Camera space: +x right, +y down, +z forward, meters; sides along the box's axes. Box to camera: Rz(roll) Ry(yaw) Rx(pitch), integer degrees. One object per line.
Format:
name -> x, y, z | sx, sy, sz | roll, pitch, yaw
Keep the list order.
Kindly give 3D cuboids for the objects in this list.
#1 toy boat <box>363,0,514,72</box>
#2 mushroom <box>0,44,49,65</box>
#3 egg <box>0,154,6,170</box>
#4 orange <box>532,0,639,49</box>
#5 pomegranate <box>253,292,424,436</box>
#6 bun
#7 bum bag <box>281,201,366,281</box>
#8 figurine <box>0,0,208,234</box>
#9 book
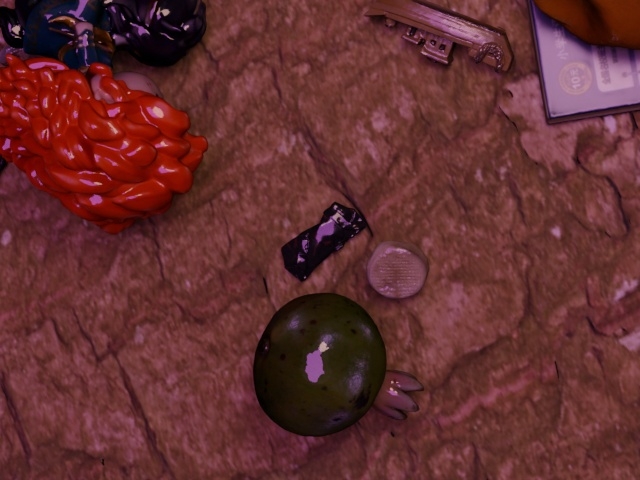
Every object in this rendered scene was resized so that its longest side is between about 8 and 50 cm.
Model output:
toy boat -> 0.158, -0.273, 1.763 | 0.206, 0.064, 0.072 | 22, 108, 10
mushroom -> -0.404, -0.267, 1.861 | 0.101, 0.019, 0.049 | -14, 84, 6
egg -> -0.606, -0.172, 1.798 | 0.337, 0.201, 0.337 | 0, 86, 6
orange -> 0.370, -0.364, 1.632 | 0.249, 0.183, 0.249 | 0, 88, 10
pomegranate -> 0.025, 0.170, 1.711 | 0.225, 0.187, 0.187 | 25, 91, -21
bun -> 0.102, 0.035, 1.755 | 0.086, 0.055, 0.086 | 1, 114, 2
bum bag -> 0.000, 0.000, 1.782 | 0.124, 0.034, 0.058 | -39, 92, 5
figurine -> -0.292, -0.222, 1.759 | 0.306, 0.241, 0.411 | 12, 70, -17
book -> 0.483, -0.331, 1.727 | 0.428, 0.039, 0.300 | -8, 86, 8
